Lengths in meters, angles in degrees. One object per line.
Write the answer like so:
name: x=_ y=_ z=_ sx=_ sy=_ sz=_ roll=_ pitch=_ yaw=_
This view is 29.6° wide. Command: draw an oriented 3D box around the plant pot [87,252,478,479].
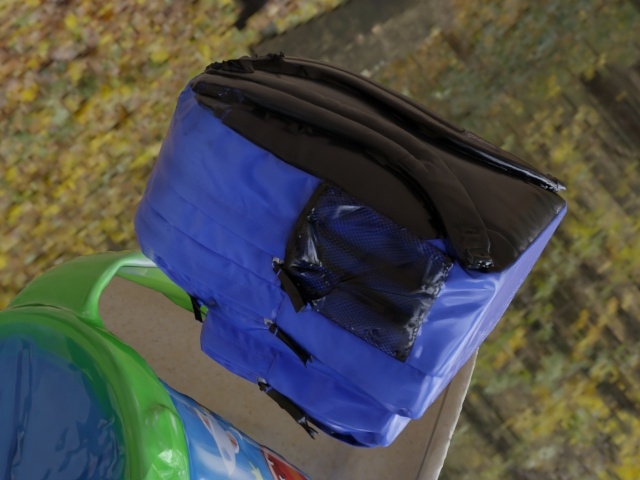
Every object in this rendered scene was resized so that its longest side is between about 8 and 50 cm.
plant pot: x=-0.079 y=0.164 z=0.936 sx=0.334 sy=0.305 sz=0.333 roll=22 pitch=90 yaw=-85

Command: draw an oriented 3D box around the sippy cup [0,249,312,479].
sippy cup: x=-0.105 y=0.179 z=0.654 sx=0.305 sy=0.240 sz=0.224 roll=-52 pitch=137 yaw=5

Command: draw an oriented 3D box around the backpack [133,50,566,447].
backpack: x=0.000 y=0.000 z=0.391 sx=0.101 sy=0.120 sz=0.098 roll=-61 pitch=168 yaw=21
